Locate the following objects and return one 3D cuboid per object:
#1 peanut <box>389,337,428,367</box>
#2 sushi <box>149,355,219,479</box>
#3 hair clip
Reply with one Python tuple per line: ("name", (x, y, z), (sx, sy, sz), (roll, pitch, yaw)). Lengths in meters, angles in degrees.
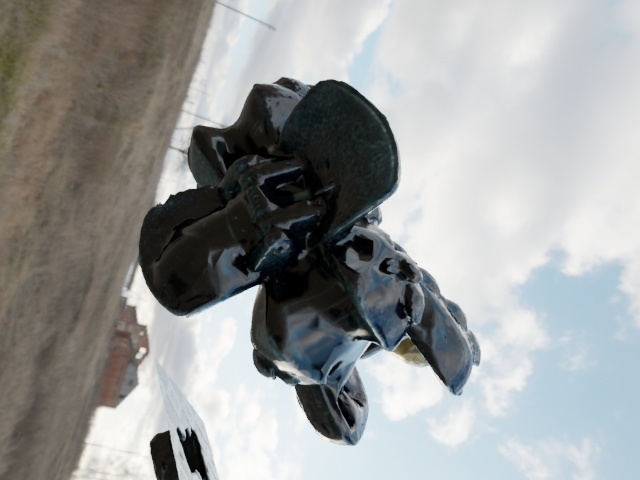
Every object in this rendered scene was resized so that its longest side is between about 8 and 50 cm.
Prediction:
("peanut", (0.088, 0.078, 0.667), (0.089, 0.192, 0.089), (-30, -170, 6))
("sushi", (-0.193, 0.316, 0.735), (0.219, 0.047, 0.231), (76, -12, -46))
("hair clip", (-0.004, -0.004, 0.422), (0.194, 0.206, 0.310), (-33, -115, 13))
